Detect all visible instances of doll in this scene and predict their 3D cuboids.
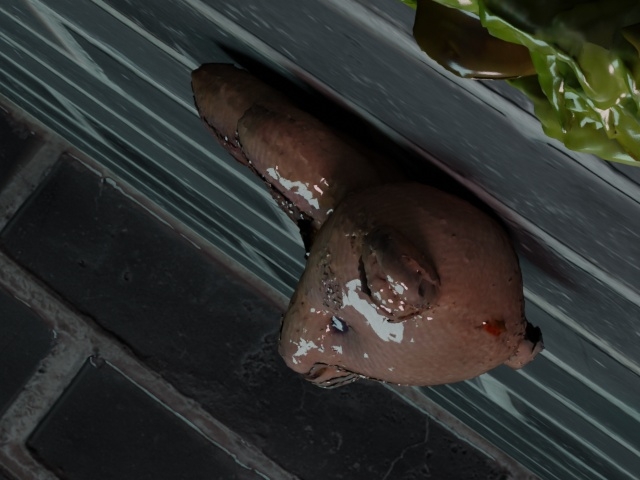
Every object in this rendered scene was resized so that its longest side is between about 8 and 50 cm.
[{"bbox_3d":[0.000,0.000,1.266,0.303,0.156,0.201,38,-177,39],"label":"doll"}]

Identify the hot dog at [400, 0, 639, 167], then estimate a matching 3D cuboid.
[{"bbox_3d":[0.098,-0.052,0.432,0.337,0.100,0.135,34,175,22],"label":"hot dog"}]
